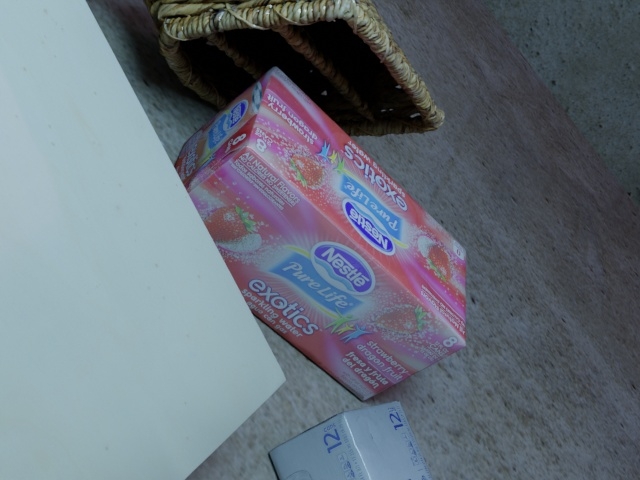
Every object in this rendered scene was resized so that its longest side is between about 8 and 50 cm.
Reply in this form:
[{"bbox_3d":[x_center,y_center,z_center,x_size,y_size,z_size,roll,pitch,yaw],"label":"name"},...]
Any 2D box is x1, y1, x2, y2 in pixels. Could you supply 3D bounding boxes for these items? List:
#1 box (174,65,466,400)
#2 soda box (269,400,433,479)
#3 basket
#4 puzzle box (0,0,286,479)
[{"bbox_3d":[0.000,0.000,0.856,0.300,0.142,0.154,42,33,-22],"label":"box"},{"bbox_3d":[0.065,0.285,0.718,0.098,0.091,0.286,4,57,-55],"label":"soda box"},{"bbox_3d":[-0.040,-0.197,0.904,0.223,0.213,0.299,63,13,23],"label":"basket"},{"bbox_3d":[-0.202,-0.009,0.503,0.272,0.052,0.409,-38,108,-43],"label":"puzzle box"}]
